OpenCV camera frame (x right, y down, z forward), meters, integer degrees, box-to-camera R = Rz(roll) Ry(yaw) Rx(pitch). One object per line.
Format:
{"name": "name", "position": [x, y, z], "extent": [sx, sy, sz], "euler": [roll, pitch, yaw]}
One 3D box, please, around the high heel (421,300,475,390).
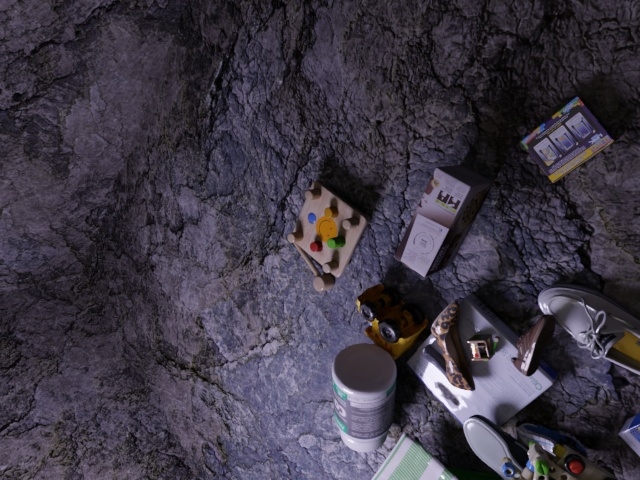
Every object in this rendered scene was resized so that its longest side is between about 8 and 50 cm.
{"name": "high heel", "position": [0.402, 0.305, 1.435], "extent": [0.186, 0.093, 0.261], "euler": [40, 137, 31]}

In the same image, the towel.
{"name": "towel", "position": [0.299, 0.775, 1.506], "extent": [0.247, 0.038, 0.325], "euler": [-56, 41, 2]}

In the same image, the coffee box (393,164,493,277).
{"name": "coffee box", "position": [0.352, -0.058, 1.447], "extent": [0.119, 0.168, 0.297], "euler": [36, 119, 29]}

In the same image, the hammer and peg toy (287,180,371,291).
{"name": "hammer and peg toy", "position": [0.000, 0.000, 1.774], "extent": [0.266, 0.127, 0.361], "euler": [40, 122, 26]}

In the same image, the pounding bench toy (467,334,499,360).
{"name": "pounding bench toy", "position": [0.468, 0.304, 1.412], "extent": [0.083, 0.052, 0.065], "euler": [-13, 92, 40]}

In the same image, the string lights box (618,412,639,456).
{"name": "string lights box", "position": [0.853, 0.438, 1.166], "extent": [0.133, 0.077, 0.259], "euler": [49, 138, 21]}

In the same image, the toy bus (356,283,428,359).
{"name": "toy bus", "position": [0.217, 0.285, 1.663], "extent": [0.220, 0.149, 0.211], "euler": [40, 138, 29]}

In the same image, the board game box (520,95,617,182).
{"name": "board game box", "position": [0.621, -0.252, 1.263], "extent": [0.170, 0.048, 0.141], "euler": [-41, 75, 37]}

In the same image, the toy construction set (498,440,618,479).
{"name": "toy construction set", "position": [0.637, 0.646, 1.301], "extent": [0.328, 0.151, 0.215], "euler": [28, 102, -6]}

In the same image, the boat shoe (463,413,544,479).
{"name": "boat shoe", "position": [0.535, 0.613, 1.449], "extent": [0.302, 0.091, 0.114], "euler": [52, 134, 0]}

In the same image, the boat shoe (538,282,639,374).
{"name": "boat shoe", "position": [0.699, 0.236, 1.229], "extent": [0.367, 0.156, 0.135], "euler": [36, 120, 28]}

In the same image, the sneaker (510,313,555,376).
{"name": "sneaker", "position": [0.554, 0.267, 1.328], "extent": [0.071, 0.066, 0.188], "euler": [40, 124, 51]}

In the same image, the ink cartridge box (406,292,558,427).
{"name": "ink cartridge box", "position": [0.468, 0.383, 1.510], "extent": [0.324, 0.071, 0.330], "euler": [47, 127, 21]}

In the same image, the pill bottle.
{"name": "pill bottle", "position": [0.144, 0.530, 1.661], "extent": [0.204, 0.204, 0.361], "euler": [26, 136, 33]}

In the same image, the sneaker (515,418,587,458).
{"name": "sneaker", "position": [0.647, 0.578, 1.414], "extent": [0.191, 0.071, 0.082], "euler": [16, 123, 39]}

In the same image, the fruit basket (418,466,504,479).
{"name": "fruit basket", "position": [0.456, 0.902, 1.523], "extent": [0.392, 0.283, 0.391], "euler": [-10, 75, 41]}
